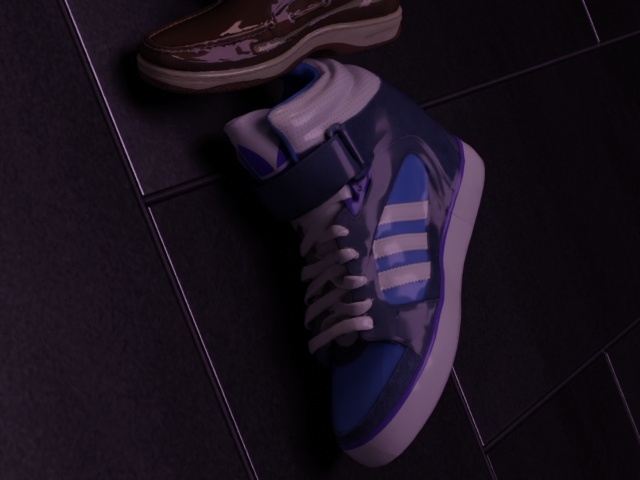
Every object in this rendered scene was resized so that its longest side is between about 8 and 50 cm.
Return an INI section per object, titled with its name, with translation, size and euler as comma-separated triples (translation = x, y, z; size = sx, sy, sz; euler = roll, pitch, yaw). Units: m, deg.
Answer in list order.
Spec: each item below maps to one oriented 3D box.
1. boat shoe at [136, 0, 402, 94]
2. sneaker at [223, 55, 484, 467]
[boat shoe]
translation = -0.041, -0.193, 1.170
size = 0.257, 0.095, 0.095
euler = -23, 127, -38
[sneaker]
translation = 0.000, 0.000, 1.186
size = 0.236, 0.130, 0.322
euler = 29, 60, -23
